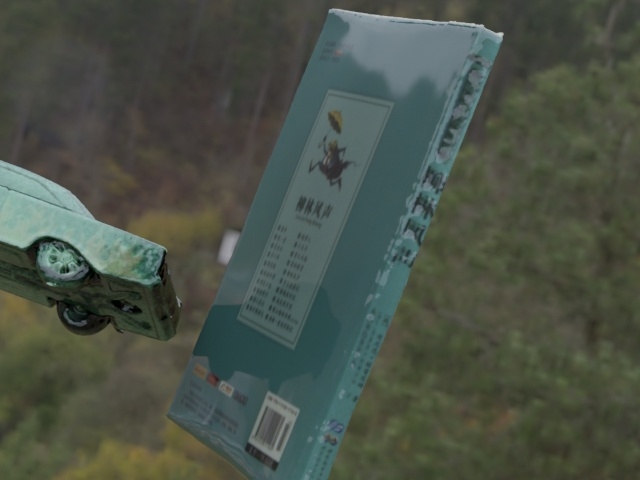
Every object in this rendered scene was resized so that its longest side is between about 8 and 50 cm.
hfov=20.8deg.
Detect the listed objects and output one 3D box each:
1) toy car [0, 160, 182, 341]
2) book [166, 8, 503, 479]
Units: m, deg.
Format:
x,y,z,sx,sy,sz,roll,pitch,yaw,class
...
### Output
x,y,z,sx,sy,sz,roll,pitch,yaw,class
-0.270,-0.005,1.496,0.321,0.097,0.141,19,-21,10,toy car
0.000,0.000,1.357,0.031,0.379,0.264,22,1,-28,book
